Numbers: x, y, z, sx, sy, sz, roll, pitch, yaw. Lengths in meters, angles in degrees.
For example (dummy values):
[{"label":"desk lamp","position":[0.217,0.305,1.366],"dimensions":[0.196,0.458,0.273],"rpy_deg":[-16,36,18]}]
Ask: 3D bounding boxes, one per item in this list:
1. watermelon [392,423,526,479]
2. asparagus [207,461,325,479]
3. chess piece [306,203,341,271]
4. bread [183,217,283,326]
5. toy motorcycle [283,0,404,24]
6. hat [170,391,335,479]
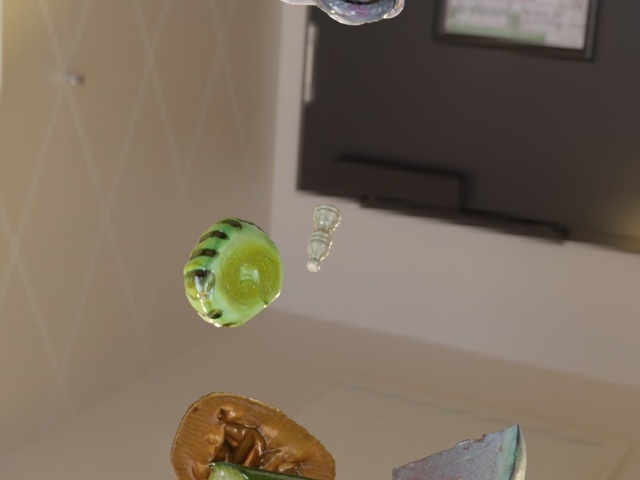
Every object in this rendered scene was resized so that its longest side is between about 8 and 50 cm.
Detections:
[{"label":"watermelon","position":[0.164,0.379,1.948],"dimensions":[0.256,0.260,0.176],"rpy_deg":[-39,-126,-22]},{"label":"asparagus","position":[0.027,0.257,1.386],"dimensions":[0.277,0.060,0.067],"rpy_deg":[11,-123,-17]},{"label":"chess piece","position":[0.000,0.000,1.807],"dimensions":[0.035,0.035,0.092],"rpy_deg":[7,-129,11]},{"label":"bread","position":[-0.108,0.040,1.772],"dimensions":[0.071,0.130,0.139],"rpy_deg":[1,-136,40]},{"label":"toy motorcycle","position":[-0.011,-0.273,1.310],"dimensions":[0.260,0.110,0.171],"rpy_deg":[38,-137,27]},{"label":"hat","position":[-0.121,0.365,1.904],"dimensions":[0.233,0.233,0.244],"rpy_deg":[-10,-138,-42]}]
